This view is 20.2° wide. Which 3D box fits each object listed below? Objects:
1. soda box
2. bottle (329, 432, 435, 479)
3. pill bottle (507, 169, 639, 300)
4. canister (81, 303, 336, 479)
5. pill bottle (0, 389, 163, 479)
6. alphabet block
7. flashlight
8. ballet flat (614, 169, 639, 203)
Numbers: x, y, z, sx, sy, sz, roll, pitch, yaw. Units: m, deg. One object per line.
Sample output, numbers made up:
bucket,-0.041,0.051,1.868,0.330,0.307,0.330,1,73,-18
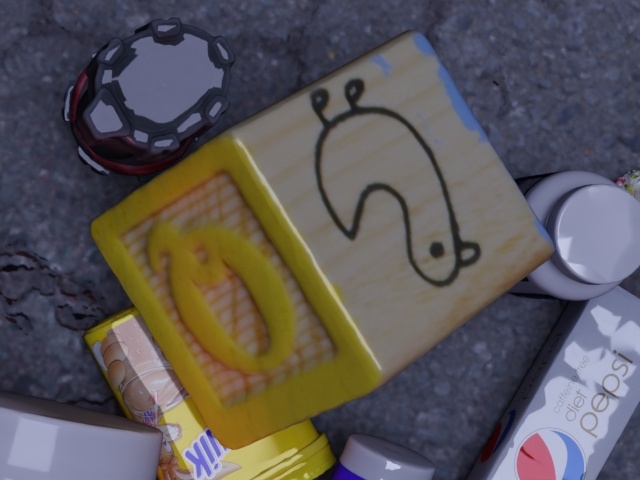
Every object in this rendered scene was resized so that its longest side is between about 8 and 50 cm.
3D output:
soda box,0.179,0.138,1.342,0.074,0.069,0.216,32,78,-3
bottle,0.003,0.279,1.280,0.118,0.092,0.283,18,96,-24
pill bottle,0.176,-0.003,1.303,0.094,0.169,0.094,0,90,-12
canister,-0.083,0.114,1.300,0.126,0.073,0.170,-29,93,-12
pill bottle,-0.231,0.308,1.189,0.229,0.229,0.407,13,86,-11
alphabet block,0.000,0.000,1.215,0.197,0.193,0.192,-34,92,-41
flashlight,-0.111,-0.093,1.180,0.103,0.304,0.103,13,86,-12
ballet flat,0.339,0.000,1.383,0.241,0.077,0.091,19,86,-10
